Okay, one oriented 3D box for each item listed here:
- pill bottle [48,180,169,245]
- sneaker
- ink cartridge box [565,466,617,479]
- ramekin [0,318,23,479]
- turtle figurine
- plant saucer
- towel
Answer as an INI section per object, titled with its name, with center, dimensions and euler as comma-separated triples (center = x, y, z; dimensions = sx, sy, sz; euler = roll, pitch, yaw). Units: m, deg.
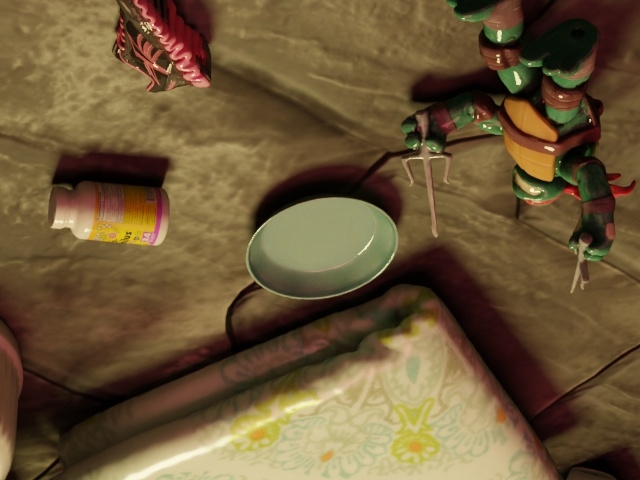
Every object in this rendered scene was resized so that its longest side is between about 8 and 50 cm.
[pill bottle]
center = -0.155, -0.021, 1.387
dimensions = 0.083, 0.043, 0.043
euler = 5, 137, -19
[sneaker]
center = -0.119, -0.138, 1.265
dimensions = 0.057, 0.047, 0.119
euler = -13, 140, 19
[ink cartridge box]
center = 0.246, 0.359, 1.811
dimensions = 0.066, 0.232, 0.189
euler = 9, 153, 35
[ramekin]
center = -0.333, 0.141, 1.481
dimensions = 0.207, 0.109, 0.207
euler = -7, 140, -6
[turtle figurine]
center = 0.146, -0.076, 1.351
dimensions = 0.175, 0.118, 0.234
euler = 22, 145, 24
[plant saucer]
center = 0.000, 0.000, 1.468
dimensions = 0.119, 0.021, 0.119
euler = -7, 139, -6
[towel]
center = -0.007, 0.207, 1.658
dimensions = 0.374, 0.090, 0.320
euler = -24, 140, 13
